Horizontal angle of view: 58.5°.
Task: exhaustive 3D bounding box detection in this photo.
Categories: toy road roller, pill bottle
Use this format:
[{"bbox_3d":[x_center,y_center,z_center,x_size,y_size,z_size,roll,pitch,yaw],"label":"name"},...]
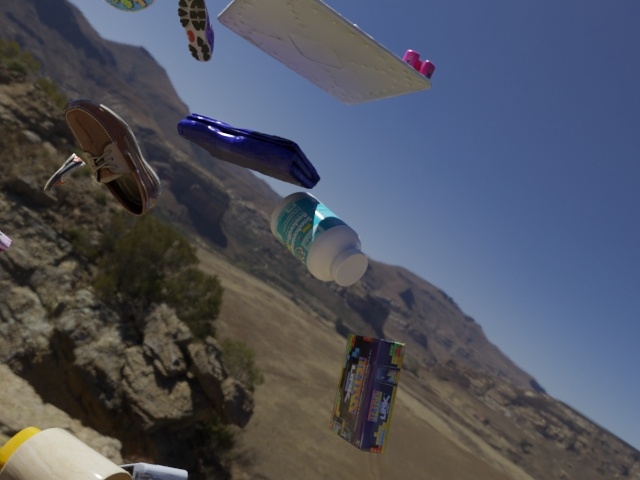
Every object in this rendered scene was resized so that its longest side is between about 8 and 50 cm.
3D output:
[{"bbox_3d":[-0.365,0.445,0.776,0.202,0.240,0.329,21,-46,23],"label":"toy road roller"},{"bbox_3d":[0.000,0.000,1.387,0.264,0.146,0.146,42,3,41],"label":"pill bottle"}]

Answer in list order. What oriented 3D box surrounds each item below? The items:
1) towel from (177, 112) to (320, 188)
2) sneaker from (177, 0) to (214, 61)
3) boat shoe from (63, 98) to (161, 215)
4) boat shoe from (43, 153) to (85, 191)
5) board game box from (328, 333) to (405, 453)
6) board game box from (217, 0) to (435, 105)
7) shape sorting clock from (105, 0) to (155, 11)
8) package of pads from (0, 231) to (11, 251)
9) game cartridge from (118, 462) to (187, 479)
[{"bbox_3d":[-0.163,-0.218,1.380,0.308,0.076,0.227,21,-2,17],"label":"towel"},{"bbox_3d":[-0.281,-0.500,1.318,0.068,0.071,0.170,8,-43,7],"label":"sneaker"},{"bbox_3d":[-0.501,-0.193,1.386,0.116,0.123,0.324,-88,153,-48],"label":"boat shoe"},{"bbox_3d":[-0.704,-0.180,1.571,0.049,0.137,0.043,-16,-53,46],"label":"boat shoe"},{"bbox_3d":[0.073,0.244,0.936,0.048,0.170,0.141,15,-11,-15],"label":"board game box"},{"bbox_3d":[0.000,-0.427,1.230,0.390,0.050,0.390,28,-4,-24],"label":"board game box"},{"bbox_3d":[-0.555,-0.763,1.631,0.206,0.206,0.040,36,23,-11],"label":"shape sorting clock"},{"bbox_3d":[-0.692,-0.007,1.181,0.032,0.050,0.083,-99,162,-45],"label":"package of pads"},{"bbox_3d":[-0.578,0.761,1.826,0.297,0.062,0.198,-19,-32,31],"label":"game cartridge"}]
